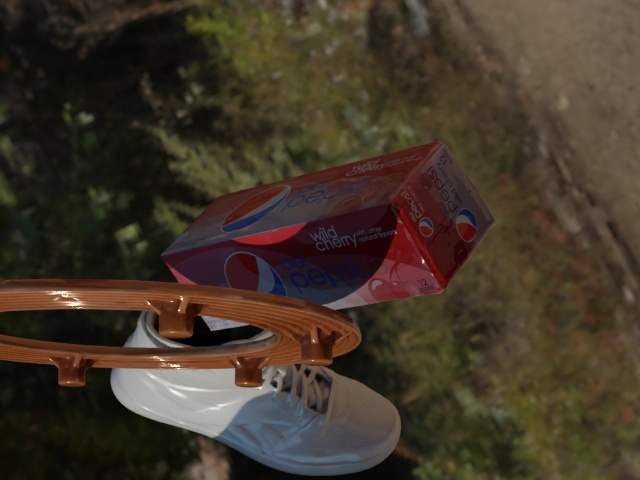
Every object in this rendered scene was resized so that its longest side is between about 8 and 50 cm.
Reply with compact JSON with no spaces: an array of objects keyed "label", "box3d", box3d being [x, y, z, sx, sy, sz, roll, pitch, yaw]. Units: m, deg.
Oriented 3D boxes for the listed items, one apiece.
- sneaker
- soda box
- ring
[{"label":"sneaker","box3d":[-0.045,0.135,1.503,0.169,0.292,0.108,120,162,-58]},{"label":"soda box","box3d":[0.000,0.000,1.239,0.263,0.092,0.083,-13,117,44]},{"label":"ring","box3d":[-0.140,0.071,1.090,0.336,0.337,0.032,110,161,-76]}]
